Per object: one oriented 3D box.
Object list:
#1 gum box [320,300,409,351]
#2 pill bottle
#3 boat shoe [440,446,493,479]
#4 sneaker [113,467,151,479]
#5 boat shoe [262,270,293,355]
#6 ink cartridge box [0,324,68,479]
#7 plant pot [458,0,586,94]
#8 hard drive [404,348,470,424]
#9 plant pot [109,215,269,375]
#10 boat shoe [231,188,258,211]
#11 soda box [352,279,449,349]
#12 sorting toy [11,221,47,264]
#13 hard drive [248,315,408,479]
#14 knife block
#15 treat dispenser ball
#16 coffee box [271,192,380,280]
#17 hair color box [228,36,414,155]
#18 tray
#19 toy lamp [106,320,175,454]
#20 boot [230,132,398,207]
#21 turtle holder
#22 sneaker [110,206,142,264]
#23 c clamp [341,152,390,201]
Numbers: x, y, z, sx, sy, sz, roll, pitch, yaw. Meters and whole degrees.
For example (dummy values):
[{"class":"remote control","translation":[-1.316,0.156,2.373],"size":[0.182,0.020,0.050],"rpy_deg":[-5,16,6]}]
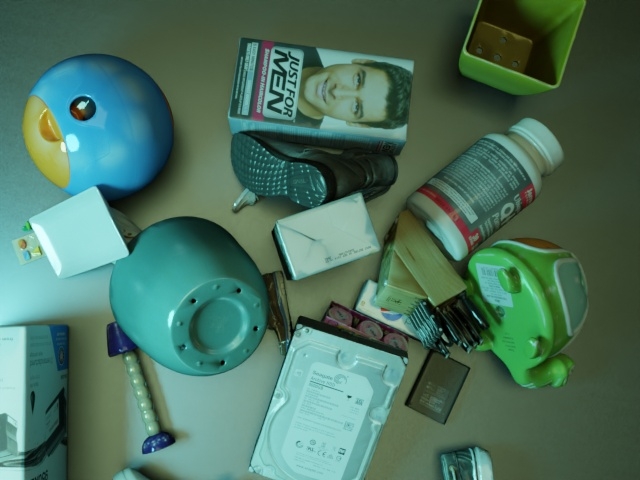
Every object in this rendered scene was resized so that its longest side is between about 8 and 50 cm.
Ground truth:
[{"class":"gum box","translation":[0.082,0.218,1.507],"size":[0.188,0.062,0.107],"rpy_deg":[25,121,-2]},{"class":"pill bottle","translation":[0.353,-0.116,1.535],"size":[0.318,0.176,0.176],"rpy_deg":[-39,88,-7]},{"class":"boat shoe","translation":[0.301,0.601,1.492],"size":[0.119,0.121,0.336],"rpy_deg":[-2,73,3]},{"class":"sneaker","translation":[-0.264,0.526,1.457],"size":[0.169,0.108,0.292],"rpy_deg":[-44,98,-9]},{"class":"boat shoe","translation":[-0.098,0.158,1.531],"size":[0.066,0.066,0.183],"rpy_deg":[-10,74,-1]},{"class":"ink cartridge box","translation":[-0.589,0.358,1.354],"size":[0.166,0.285,0.395],"rpy_deg":[-1,84,-5]},{"class":"plant pot","translation":[0.412,-0.431,1.571],"size":[0.212,0.187,0.212],"rpy_deg":[20,82,-3]},{"class":"hard drive","translation":[0.253,0.314,1.555],"size":[0.094,0.022,0.135],"rpy_deg":[27,82,-1]},{"class":"plant pot","translation":[-0.231,0.122,1.374],"size":[0.292,0.235,0.293],"rpy_deg":[-8,108,-26]},{"class":"boat shoe","translation":[-0.151,-0.095,1.567],"size":[0.035,0.035,0.100],"rpy_deg":[39,76,4]},{"class":"soda box","translation":[0.181,0.161,1.545],"size":[0.216,0.069,0.074],"rpy_deg":[25,81,-2]},{"class":"sorting toy","translation":[-0.622,0.004,1.529],"size":[0.062,0.012,0.083],"rpy_deg":[-22,86,-6]},{"class":"hard drive","translation":[0.014,0.345,1.459],"size":[0.236,0.064,0.339],"rpy_deg":[19,102,-2]},{"class":"knife block","translation":[0.242,0.095,1.497],"size":[0.242,0.088,0.276],"rpy_deg":[18,54,-7]},{"class":"treat dispenser ball","translation":[-0.436,-0.222,1.433],"size":[0.288,0.288,0.288],"rpy_deg":[0,83,-4]},{"class":"coffee box","translation":[0.000,0.000,1.434],"size":[0.168,0.297,0.119],"rpy_deg":[-19,89,-7]},{"class":"hair color box","translation":[0.002,-0.306,1.552],"size":[0.374,0.113,0.186],"rpy_deg":[7,79,-2]},{"class":"tray","translation":[-0.478,-0.013,1.442],"size":[0.030,0.270,0.145],"rpy_deg":[-35,105,-48]},{"class":"toy lamp","translation":[-0.375,0.295,1.482],"size":[0.080,0.080,0.275],"rpy_deg":[-18,84,-6]},{"class":"boot","translation":[-0.019,-0.155,1.516],"size":[0.222,0.338,0.118],"rpy_deg":[-17,124,-39]},{"class":"turtle holder","translation":[0.444,0.144,1.484],"size":[0.227,0.243,0.320],"rpy_deg":[-22,74,-26]},{"class":"sneaker","translation":[-0.420,-0.006,1.492],"size":[0.290,0.123,0.106],"rpy_deg":[26,84,0]},{"class":"c clamp","translation":[0.087,-0.151,1.599],"size":[0.160,0.022,0.137],"rpy_deg":[-31,88,-9]}]
